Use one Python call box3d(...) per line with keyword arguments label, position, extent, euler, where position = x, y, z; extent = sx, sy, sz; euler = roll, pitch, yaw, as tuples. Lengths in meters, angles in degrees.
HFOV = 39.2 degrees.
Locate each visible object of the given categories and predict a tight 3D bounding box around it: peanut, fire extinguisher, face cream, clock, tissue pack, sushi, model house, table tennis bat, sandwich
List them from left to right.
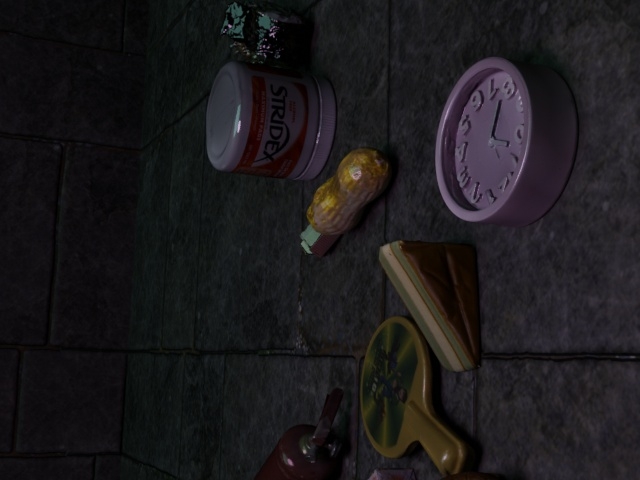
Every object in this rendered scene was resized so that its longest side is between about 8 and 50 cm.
box3d(label="sushi", position=(-0.111, -0.406, 1.772), extent=(0.212, 0.147, 0.114), euler=(44, 125, 56))
box3d(label="face cream", position=(-0.095, -0.216, 1.643), extent=(0.201, 0.187, 0.200), euler=(-174, 90, -66))
box3d(label="fire extinguisher", position=(-0.038, 0.374, 1.516), extent=(0.147, 0.107, 0.337), euler=(-73, 10, -48))
box3d(label="model house", position=(0.000, 0.000, 1.562), extent=(0.083, 0.057, 0.058), euler=(-50, 64, 22))
box3d(label="peanut", position=(0.045, -0.073, 1.428), extent=(0.206, 0.087, 0.087), euler=(-48, 42, 49))
box3d(label="tissue pack", position=(0.089, 0.351, 1.263), extent=(0.083, 0.063, 0.035), euler=(120, 149, -45))
box3d(label="table tennis bat", position=(0.126, 0.226, 1.241), extent=(0.321, 0.050, 0.198), euler=(-133, 54, -65))
box3d(label="sandwich", position=(0.136, 0.086, 1.154), extent=(0.079, 0.114, 0.163), euler=(157, 115, -63))
box3d(label="clock", position=(0.216, -0.116, 1.074), extent=(0.197, 0.068, 0.196), euler=(-175, 90, -65))

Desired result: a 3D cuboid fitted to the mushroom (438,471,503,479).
box3d(label="mushroom", position=(0.173, 0.318, 1.040), extent=(0.085, 0.109, 0.126), euler=(-124, 29, -48))
